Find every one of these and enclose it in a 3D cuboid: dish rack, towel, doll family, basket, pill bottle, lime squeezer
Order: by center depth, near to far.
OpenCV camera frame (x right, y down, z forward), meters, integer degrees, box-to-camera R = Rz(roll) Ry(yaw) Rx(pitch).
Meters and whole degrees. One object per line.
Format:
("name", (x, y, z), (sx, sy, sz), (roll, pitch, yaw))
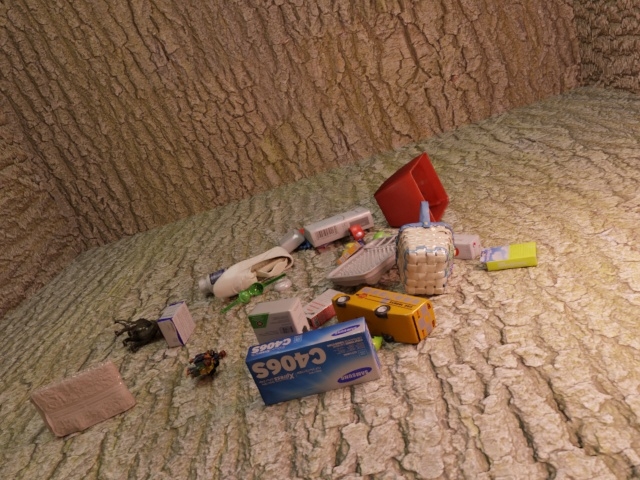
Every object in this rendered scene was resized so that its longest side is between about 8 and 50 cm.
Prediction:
("towel", (-0.776, 0.517, 1.603), (0.282, 0.187, 0.049), (-23, 17, -6))
("doll family", (-0.387, 0.413, 1.671), (0.111, 0.076, 0.193), (-25, 18, 1))
("basket", (0.359, 0.038, 1.700), (0.201, 0.255, 0.289), (-3, 37, 5))
("dish rack", (0.208, 0.082, 1.898), (0.332, 0.072, 0.285), (-34, 13, -32))
("lime squeezer", (-0.286, 0.225, 2.060), (0.310, 0.059, 0.110), (-30, 21, -24))
("pill bottle", (-0.470, 0.189, 2.269), (0.169, 0.094, 0.094), (-20, 21, -1))

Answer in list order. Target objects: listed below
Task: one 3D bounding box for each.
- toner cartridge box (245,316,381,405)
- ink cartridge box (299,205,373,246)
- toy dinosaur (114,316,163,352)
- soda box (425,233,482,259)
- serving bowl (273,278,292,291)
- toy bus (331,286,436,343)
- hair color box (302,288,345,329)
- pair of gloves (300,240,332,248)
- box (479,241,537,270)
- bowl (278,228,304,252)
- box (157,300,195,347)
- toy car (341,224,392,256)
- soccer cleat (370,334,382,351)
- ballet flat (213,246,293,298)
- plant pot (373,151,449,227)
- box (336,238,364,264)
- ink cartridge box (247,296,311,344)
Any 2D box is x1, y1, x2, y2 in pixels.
("toner cartridge box", (-0.019, 0.343, 1.383), (0.347, 0.165, 0.075), (-17, 22, 10))
("ink cartridge box", (0.058, -0.095, 2.455), (0.308, 0.091, 0.385), (-20, 18, -9))
("toy dinosaur", (-0.757, 0.381, 2.071), (0.313, 0.121, 0.160), (-7, 12, 42))
("soda box", (0.490, 0.021, 1.853), (0.216, 0.069, 0.074), (4, 31, 46))
("serving bowl", (-0.164, 0.186, 2.095), (0.083, 0.027, 0.083), (-17, 22, 7))
("toy bus", (0.188, 0.228, 1.556), (0.130, 0.108, 0.332), (-34, 25, -33))
("hair color box", (0.007, 0.244, 1.760), (0.167, 0.053, 0.093), (-31, 24, -30))
("pair of gloves", (0.000, 0.000, 2.415), (0.198, 0.023, 0.159), (-6, 25, 35))
("box", (0.640, 0.054, 1.670), (0.178, 0.042, 0.109), (-9, 23, 27))
("bowl", (-0.153, 0.002, 2.454), (0.142, 0.053, 0.142), (-39, 23, 3))
("box", (-0.572, 0.334, 1.958), (0.072, 0.126, 0.137), (-14, 21, 12))
("toy car", (0.211, -0.008, 2.155), (0.224, 0.053, 0.239), (-5, 37, 19))
("soccer cleat", (0.108, 0.309, 1.513), (0.178, 0.060, 0.072), (4, 22, 35))
("ballet flat", (-0.286, 0.145, 2.183), (0.400, 0.139, 0.139), (-29, 22, -32))
("plant pot", (0.405, -0.207, 2.260), (0.235, 0.267, 0.267), (-20, 17, 35))
("box", (0.132, 0.048, 2.046), (0.136, 0.028, 0.081), (-43, -12, 14))
("ink cartridge box", (-0.113, 0.294, 1.529), (0.153, 0.208, 0.087), (-10, 20, 22))
